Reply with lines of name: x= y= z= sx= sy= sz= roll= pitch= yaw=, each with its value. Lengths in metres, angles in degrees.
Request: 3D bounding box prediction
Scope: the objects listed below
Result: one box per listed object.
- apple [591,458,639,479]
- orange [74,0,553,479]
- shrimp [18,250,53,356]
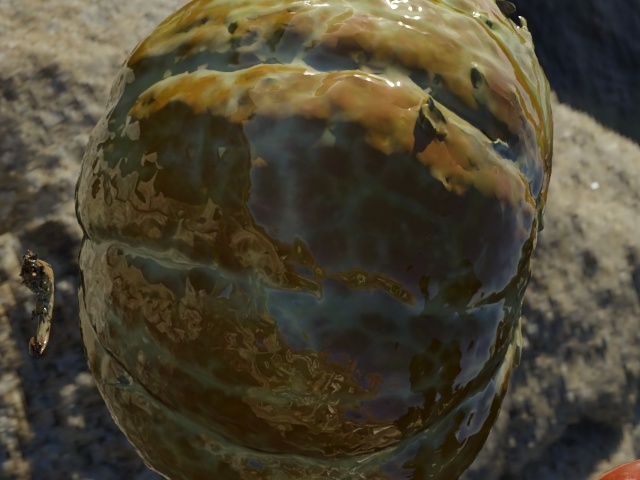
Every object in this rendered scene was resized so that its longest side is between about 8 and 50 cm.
apple: x=0.281 y=0.283 z=1.032 sx=0.260 sy=0.260 sz=0.217 roll=-16 pitch=126 yaw=-49
orange: x=0.000 y=0.000 z=0.805 sx=0.329 sy=0.249 sz=0.329 roll=16 pitch=90 yaw=-78
shrimp: x=-0.356 y=0.081 z=1.787 sx=0.034 sy=0.178 sz=0.124 roll=4 pitch=78 yaw=-3
